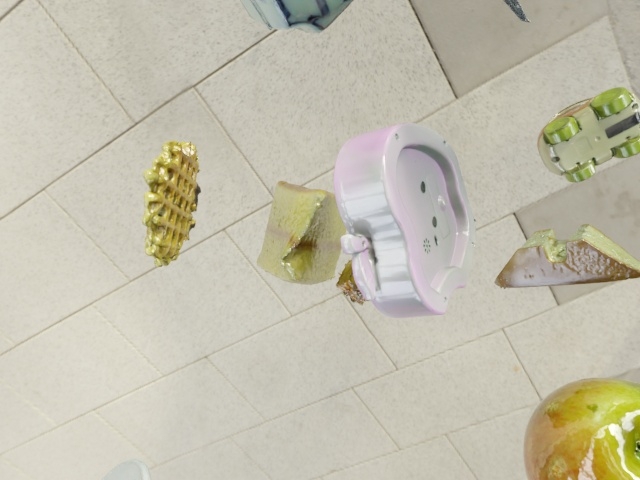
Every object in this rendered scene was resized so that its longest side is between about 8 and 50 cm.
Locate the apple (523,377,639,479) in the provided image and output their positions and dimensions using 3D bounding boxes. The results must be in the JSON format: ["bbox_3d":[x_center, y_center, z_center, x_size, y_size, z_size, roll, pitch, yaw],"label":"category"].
[{"bbox_3d":[0.425,0.318,0.681,0.246,0.246,0.226,6,146,0],"label":"apple"}]

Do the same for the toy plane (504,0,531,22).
[{"bbox_3d":[0.324,-0.495,0.856,0.226,0.058,0.226,8,139,35],"label":"toy plane"}]

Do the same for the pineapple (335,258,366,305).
[{"bbox_3d":[0.101,0.080,1.162,0.079,0.233,0.135,44,133,-7],"label":"pineapple"}]

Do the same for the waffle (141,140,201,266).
[{"bbox_3d":[-0.372,-0.096,1.218,0.060,0.307,0.312,10,115,4],"label":"waffle"}]

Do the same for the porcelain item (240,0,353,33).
[{"bbox_3d":[-0.032,-0.493,0.735,0.286,0.157,0.281,-45,138,-6],"label":"porcelain item"}]

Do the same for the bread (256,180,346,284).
[{"bbox_3d":[0.000,0.000,1.133,0.245,0.362,0.233,14,94,-18],"label":"bread"}]

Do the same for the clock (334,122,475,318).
[{"bbox_3d":[0.157,-0.040,0.844,0.102,0.338,0.338,-10,121,39],"label":"clock"}]

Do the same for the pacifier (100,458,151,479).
[{"bbox_3d":[-0.294,0.365,0.525,0.207,0.279,0.227,36,129,-24],"label":"pacifier"}]

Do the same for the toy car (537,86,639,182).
[{"bbox_3d":[0.617,-0.263,1.138,0.235,0.235,0.145,-29,111,18],"label":"toy car"}]

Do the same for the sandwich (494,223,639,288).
[{"bbox_3d":[0.403,0.028,0.805,0.244,0.090,0.088,-8,98,44],"label":"sandwich"}]
